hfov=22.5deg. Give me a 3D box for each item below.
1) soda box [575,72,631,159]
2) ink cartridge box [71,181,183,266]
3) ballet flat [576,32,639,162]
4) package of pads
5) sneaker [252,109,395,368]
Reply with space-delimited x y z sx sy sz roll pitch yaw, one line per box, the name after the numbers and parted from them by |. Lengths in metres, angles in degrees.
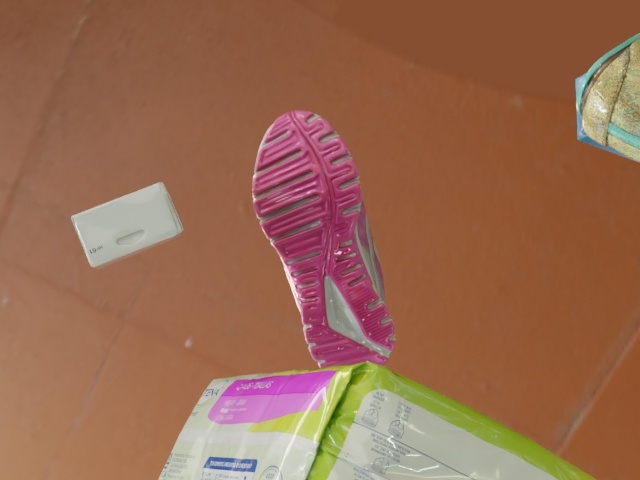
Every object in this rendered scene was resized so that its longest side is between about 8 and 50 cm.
0.342 -0.108 1.530 0.210 0.067 0.071 17 153 -31 | soda box
-0.175 -0.012 1.465 0.088 0.122 0.052 -22 92 -6 | ink cartridge box
0.357 -0.170 1.344 0.123 0.348 0.123 36 148 27 | ballet flat
0.082 0.167 0.835 0.296 0.229 0.101 30 75 -15 | package of pads
0.000 0.000 1.521 0.103 0.111 0.252 -13 98 1 | sneaker
